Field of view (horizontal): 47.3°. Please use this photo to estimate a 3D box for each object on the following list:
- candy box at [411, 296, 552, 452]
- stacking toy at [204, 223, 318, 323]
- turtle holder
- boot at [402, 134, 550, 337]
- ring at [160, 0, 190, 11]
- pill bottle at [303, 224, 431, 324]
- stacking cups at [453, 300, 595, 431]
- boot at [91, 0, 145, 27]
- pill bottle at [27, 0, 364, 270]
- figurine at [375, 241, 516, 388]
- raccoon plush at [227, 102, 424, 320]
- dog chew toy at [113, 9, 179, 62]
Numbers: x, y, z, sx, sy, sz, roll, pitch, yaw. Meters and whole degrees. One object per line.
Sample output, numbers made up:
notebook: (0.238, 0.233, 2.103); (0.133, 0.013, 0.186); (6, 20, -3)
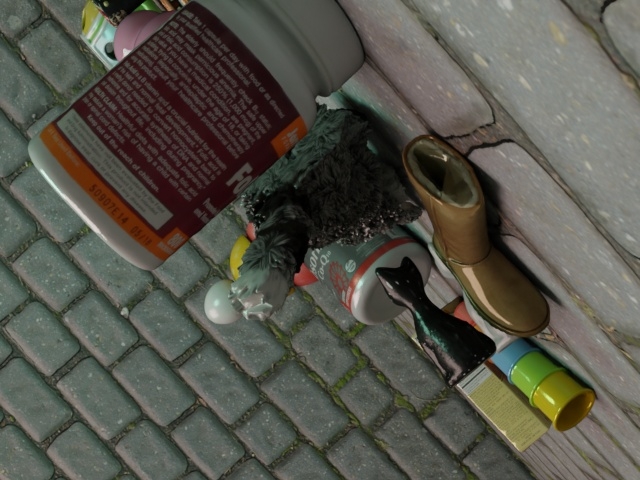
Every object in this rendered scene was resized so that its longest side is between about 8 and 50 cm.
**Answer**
candy box: (0.353, 0.273, 1.547); (0.316, 0.087, 0.183); (46, -158, 13)
stacking toy: (-0.126, 0.042, 1.965); (0.350, 0.480, 0.350); (47, 175, 6)
turtle holder: (-0.507, -0.570, 1.880); (0.243, 0.227, 0.320); (45, 175, 34)
boot: (0.213, 0.006, 0.996); (0.236, 0.089, 0.269); (45, 173, 29)
ring: (-0.298, -0.517, 1.647); (0.336, 0.032, 0.336); (48, 175, 5)
pill bottle: (0.056, 0.002, 1.630); (0.363, 0.210, 0.210); (44, 174, 37)
stacking cups: (0.370, 0.215, 1.381); (0.316, 0.096, 0.096); (48, 177, 45)
boot: (-0.351, -0.498, 1.348); (0.085, 0.178, 0.236); (47, 175, 4)
pill bottle: (-0.148, -0.168, 0.937); (0.224, 0.392, 0.224); (47, 176, 4)
figurine: (0.213, 0.093, 1.154); (0.209, 0.215, 0.092); (52, 137, 17)
raccoon plush: (0.000, 0.000, 1.176); (0.216, 0.446, 0.299); (-3, 140, 39)
dog chew toy: (-0.253, -0.334, 1.372); (0.332, 0.206, 0.206); (27, 167, 24)
